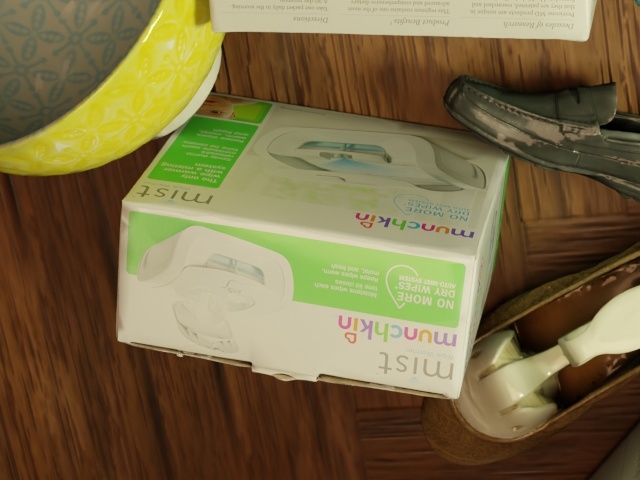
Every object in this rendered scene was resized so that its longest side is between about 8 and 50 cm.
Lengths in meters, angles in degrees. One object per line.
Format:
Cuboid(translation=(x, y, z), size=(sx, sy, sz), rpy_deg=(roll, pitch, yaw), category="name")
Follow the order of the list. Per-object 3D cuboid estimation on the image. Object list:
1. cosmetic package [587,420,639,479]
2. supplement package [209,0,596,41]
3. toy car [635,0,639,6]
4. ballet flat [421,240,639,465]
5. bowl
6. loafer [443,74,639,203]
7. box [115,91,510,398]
Cuboid(translation=(0.346, 0.327, 1.408), size=(0.327, 0.329, 0.394), rpy_deg=(34, 117, -4), category="cosmetic package")
Cuboid(translation=(0.068, -0.239, 1.287), size=(0.261, 0.204, 0.145), rpy_deg=(3, 114, 12), category="supplement package")
Cuboid(translation=(0.292, -0.298, 1.224), size=(0.219, 0.210, 0.238), rpy_deg=(-16, 97, 8), category="toy car")
Cuboid(translation=(0.203, 0.085, 1.442), size=(0.342, 0.124, 0.116), rpy_deg=(-31, 86, 24), category="ballet flat")
Cuboid(translation=(-0.166, -0.161, 1.379), size=(0.289, 0.289, 0.156), rpy_deg=(-29, 141, 23), category="bowl")
Cuboid(translation=(0.205, -0.089, 1.399), size=(0.223, 0.076, 0.078), rpy_deg=(19, 112, -1), category="loafer")
Cuboid(translation=(0.000, 0.000, 1.396), size=(0.261, 0.231, 0.127), rpy_deg=(10, 116, 9), category="box")
